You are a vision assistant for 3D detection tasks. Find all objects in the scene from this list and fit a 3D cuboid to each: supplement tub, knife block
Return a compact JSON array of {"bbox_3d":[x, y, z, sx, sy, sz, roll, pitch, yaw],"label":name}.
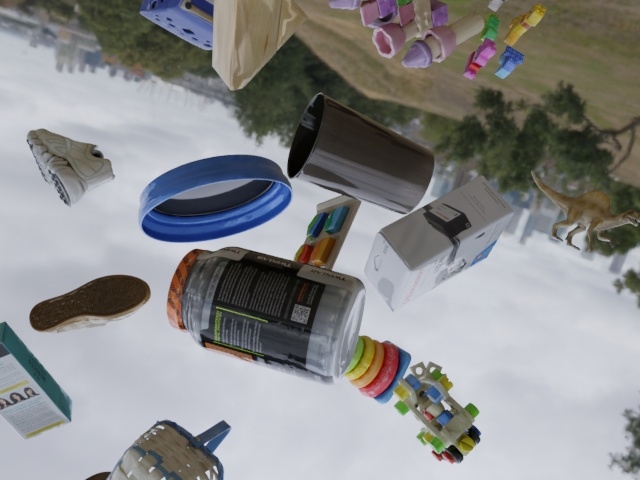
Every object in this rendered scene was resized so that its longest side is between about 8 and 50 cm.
[{"bbox_3d":[-0.094,0.122,1.186,0.315,0.194,0.193,14,-172,13],"label":"supplement tub"},{"bbox_3d":[-0.146,-0.436,1.217,0.088,0.275,0.242,54,-165,31],"label":"knife block"}]

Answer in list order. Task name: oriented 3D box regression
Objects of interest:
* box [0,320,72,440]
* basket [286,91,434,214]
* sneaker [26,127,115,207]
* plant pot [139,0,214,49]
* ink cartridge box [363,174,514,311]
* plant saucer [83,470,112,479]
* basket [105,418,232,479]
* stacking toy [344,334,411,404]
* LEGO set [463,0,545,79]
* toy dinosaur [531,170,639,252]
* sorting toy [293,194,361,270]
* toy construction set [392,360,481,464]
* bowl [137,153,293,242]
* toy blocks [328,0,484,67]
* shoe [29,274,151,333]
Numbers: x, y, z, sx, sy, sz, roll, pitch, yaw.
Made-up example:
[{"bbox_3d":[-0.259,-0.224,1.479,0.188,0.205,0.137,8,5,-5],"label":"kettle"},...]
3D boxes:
[{"bbox_3d":[-0.571,0.268,1.270,0.100,0.244,0.060,-22,-142,-2],"label":"box"},{"bbox_3d":[0.074,-0.144,1.205,0.226,0.154,0.204,21,-158,-15],"label":"basket"},{"bbox_3d":[-0.520,-0.165,1.405,0.118,0.110,0.292,-30,-137,-23],"label":"sneaker"},{"bbox_3d":[-0.322,-0.674,1.856,0.236,0.236,0.212,21,-177,-38],"label":"plant pot"},{"bbox_3d":[0.275,0.010,1.605,0.307,0.223,0.129,-27,-114,-20],"label":"ink cartridge box"},{"bbox_3d":[-0.532,0.702,1.631,0.041,0.278,0.278,2,180,31],"label":"plant saucer"},{"bbox_3d":[-0.308,0.488,1.349,0.201,0.255,0.289,36,-170,11],"label":"basket"},{"bbox_3d":[0.079,0.307,1.844,0.301,0.166,0.175,32,176,-23],"label":"stacking toy"},{"bbox_3d":[0.348,-0.388,1.230,0.087,0.227,0.093,27,157,-12],"label":"LEGO set"},{"bbox_3d":[0.387,-0.036,1.013,0.183,0.093,0.053,29,-175,41],"label":"toy dinosaur"},{"bbox_3d":[0.000,0.000,1.448,0.038,0.208,0.193,27,161,-22],"label":"sorting toy"},{"bbox_3d":[0.241,0.363,1.455,0.215,0.151,0.327,47,-178,8],"label":"toy construction set"},{"bbox_3d":[-0.263,-0.101,1.700,0.391,0.077,0.391,-14,164,-4],"label":"bowl"},{"bbox_3d":[0.115,-0.494,1.320,0.260,0.289,0.309,-33,-139,-17],"label":"toy blocks"},{"bbox_3d":[-0.386,0.110,1.159,0.219,0.077,0.058,-14,162,9],"label":"shoe"}]
